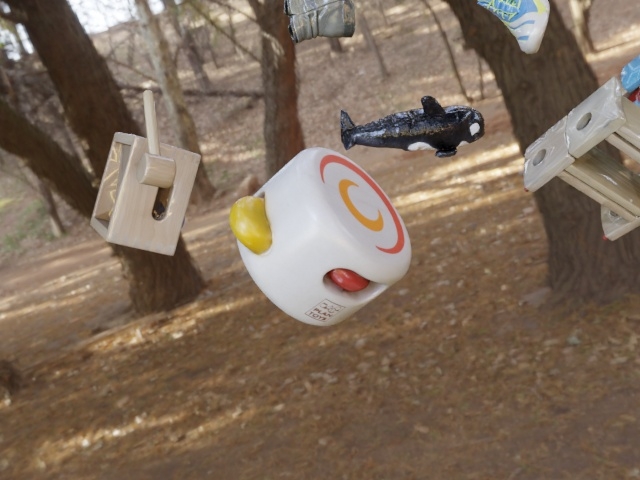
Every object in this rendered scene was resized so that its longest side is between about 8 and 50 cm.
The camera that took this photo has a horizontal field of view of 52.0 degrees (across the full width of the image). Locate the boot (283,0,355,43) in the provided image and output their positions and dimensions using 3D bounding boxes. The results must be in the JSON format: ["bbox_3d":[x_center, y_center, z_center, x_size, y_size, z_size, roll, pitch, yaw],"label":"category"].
[{"bbox_3d":[-0.007,-0.583,1.510,0.161,0.247,0.083,-4,7,-6],"label":"boot"}]

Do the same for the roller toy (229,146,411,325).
[{"bbox_3d":[0.000,0.000,0.796,0.146,0.191,0.209,-39,0,27],"label":"roller toy"}]

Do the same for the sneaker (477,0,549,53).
[{"bbox_3d":[0.341,-0.419,1.195,0.126,0.091,0.240,11,43,5],"label":"sneaker"}]

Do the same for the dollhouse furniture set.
[{"bbox_3d":[0.318,-0.123,0.726,0.129,0.129,0.184,-44,23,47],"label":"dollhouse furniture set"}]

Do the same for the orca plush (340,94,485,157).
[{"bbox_3d":[0.181,-0.240,1.248,0.287,0.102,0.151,5,40,1],"label":"orca plush"}]

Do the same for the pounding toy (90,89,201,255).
[{"bbox_3d":[-0.191,-0.079,0.787,0.094,0.181,0.206,15,3,-30],"label":"pounding toy"}]
